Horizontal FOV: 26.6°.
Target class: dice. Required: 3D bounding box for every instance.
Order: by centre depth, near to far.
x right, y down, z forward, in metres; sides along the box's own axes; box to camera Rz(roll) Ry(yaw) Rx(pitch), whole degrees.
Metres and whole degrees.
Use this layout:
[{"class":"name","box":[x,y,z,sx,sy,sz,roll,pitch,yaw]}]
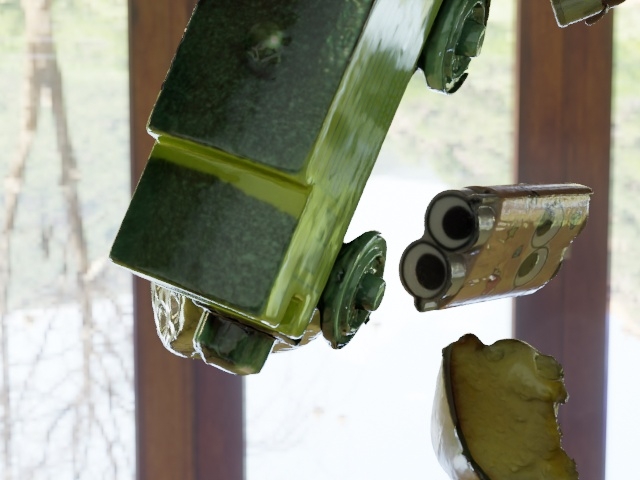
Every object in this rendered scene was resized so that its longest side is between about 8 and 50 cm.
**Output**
[{"class":"dice","box":[-0.090,0.034,1.496,0.169,0.169,0.166,0,161,-19]}]

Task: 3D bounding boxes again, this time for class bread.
[{"class":"bread","box":[0.214,0.241,1.635,0.174,0.133,0.252,10,-139,-13]}]

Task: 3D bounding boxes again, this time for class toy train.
[{"class":"toy train","box":[-0.008,-0.108,1.067,0.179,0.442,0.272,20,174,19]}]

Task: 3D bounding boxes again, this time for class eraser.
[{"class":"eraser","box":[0.225,0.000,1.724,0.087,0.171,0.290,38,-155,29]}]

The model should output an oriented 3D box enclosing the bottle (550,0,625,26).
[{"class":"bottle","box":[0.353,-0.312,1.761,0.101,0.063,0.047,-16,173,13]}]
